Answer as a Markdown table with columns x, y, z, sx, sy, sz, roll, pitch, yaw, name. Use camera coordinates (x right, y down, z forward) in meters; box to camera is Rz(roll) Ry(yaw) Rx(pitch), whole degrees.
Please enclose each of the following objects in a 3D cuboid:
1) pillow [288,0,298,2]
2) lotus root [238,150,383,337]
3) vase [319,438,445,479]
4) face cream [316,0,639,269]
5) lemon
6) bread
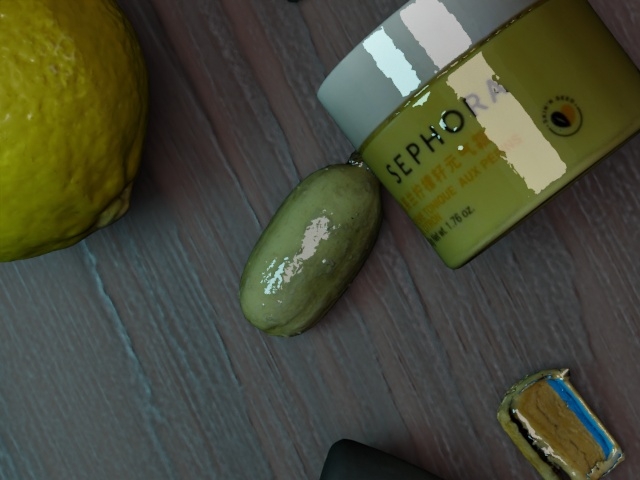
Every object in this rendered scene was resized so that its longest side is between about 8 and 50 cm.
| x | y | z | sx | sy | sz | roll | pitch | yaw | name |
| --- | --- | --- | --- | --- | --- | --- | --- | --- | --- |
| -0.063 | -0.319 | 1.465 | 0.052 | 0.212 | 0.208 | -40 | 83 | -25 | pillow |
| 0.001 | 0.000 | 1.504 | 0.077 | 0.090 | 0.183 | 38 | 94 | 35 | lotus root |
| 0.138 | 0.289 | 1.453 | 0.321 | 0.173 | 0.173 | 17 | 93 | 3 | vase |
| 0.136 | -0.109 | 1.416 | 0.218 | 0.218 | 0.179 | -38 | 86 | 7 | face cream |
| -0.275 | -0.120 | 1.458 | 0.293 | 0.293 | 0.293 | 0 | 90 | 9 | lemon |
| 0.198 | 0.161 | 1.494 | 0.072 | 0.053 | 0.106 | -37 | 87 | -16 | bread |
